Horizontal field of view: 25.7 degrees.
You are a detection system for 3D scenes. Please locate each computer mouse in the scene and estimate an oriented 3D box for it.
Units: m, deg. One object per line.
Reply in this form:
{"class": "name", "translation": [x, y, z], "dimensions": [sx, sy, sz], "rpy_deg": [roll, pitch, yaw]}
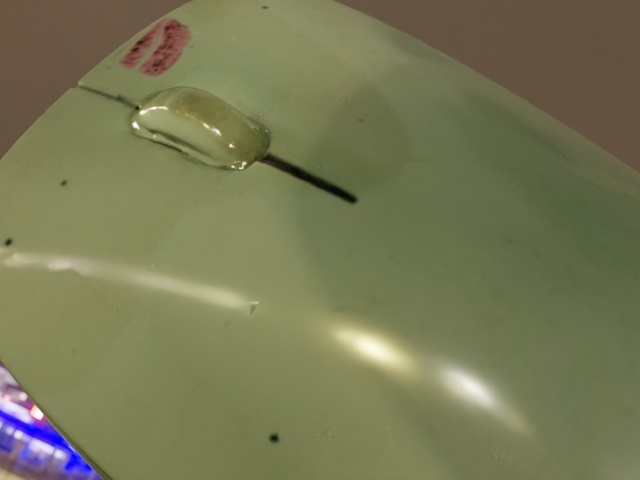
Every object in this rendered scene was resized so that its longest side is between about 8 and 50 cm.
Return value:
{"class": "computer mouse", "translation": [0.044, 0.037, 0.354], "dimensions": [0.288, 0.159, 0.097], "rpy_deg": [40, -22, 9]}
